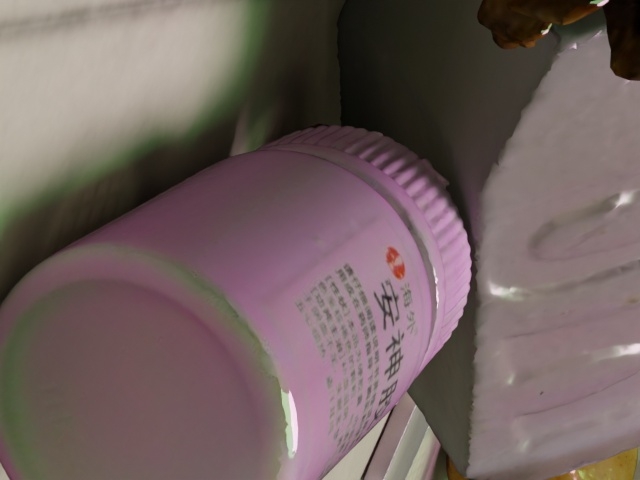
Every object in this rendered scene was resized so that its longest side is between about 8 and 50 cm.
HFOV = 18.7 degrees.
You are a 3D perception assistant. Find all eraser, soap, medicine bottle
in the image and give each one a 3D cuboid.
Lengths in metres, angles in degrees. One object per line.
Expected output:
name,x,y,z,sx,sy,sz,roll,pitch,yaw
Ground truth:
eraser,0.088,0.181,1.936,0.150,0.023,0.104,-66,164,-8
soap,0.200,-0.069,1.286,0.435,0.350,0.213,86,-15,-48
medicine bottle,-0.040,0.048,1.072,0.291,0.178,0.178,-35,144,-62

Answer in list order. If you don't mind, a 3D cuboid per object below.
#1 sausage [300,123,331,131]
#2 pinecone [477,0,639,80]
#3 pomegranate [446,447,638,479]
sausage,0.000,0.000,1.323,0.076,0.076,0.197,-56,161,-36
pinecone,0.147,-0.255,0.937,0.384,0.384,0.384,-57,161,-33
pomegranate,0.247,0.247,2.212,0.233,0.233,0.233,-57,161,-33
